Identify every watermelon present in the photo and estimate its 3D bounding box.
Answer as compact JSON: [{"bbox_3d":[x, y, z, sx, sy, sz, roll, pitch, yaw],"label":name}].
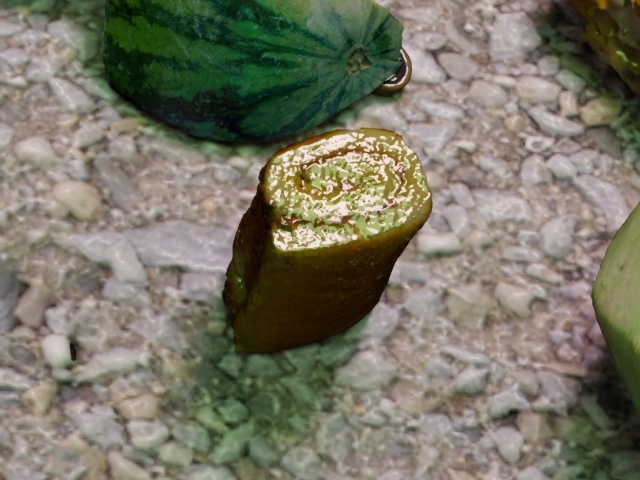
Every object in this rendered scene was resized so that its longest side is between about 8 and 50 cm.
[{"bbox_3d":[-0.060,-0.145,1.367,0.231,0.128,0.146,23,84,1],"label":"watermelon"}]

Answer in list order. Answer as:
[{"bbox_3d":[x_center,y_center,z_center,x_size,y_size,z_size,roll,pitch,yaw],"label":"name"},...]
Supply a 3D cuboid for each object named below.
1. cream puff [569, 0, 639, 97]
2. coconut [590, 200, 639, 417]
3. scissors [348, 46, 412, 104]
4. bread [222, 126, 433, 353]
[{"bbox_3d":[0.313,-0.199,1.457,0.269,0.155,0.241,13,68,-14],"label":"cream puff"},{"bbox_3d":[0.349,0.064,1.278,0.328,0.281,0.328,-4,110,-10],"label":"coconut"},{"bbox_3d":[-0.005,-0.203,1.456,0.088,0.017,0.220,-20,71,-16],"label":"scissors"},{"bbox_3d":[0.000,0.000,1.275,0.132,0.172,0.103,-17,68,-18],"label":"bread"}]
